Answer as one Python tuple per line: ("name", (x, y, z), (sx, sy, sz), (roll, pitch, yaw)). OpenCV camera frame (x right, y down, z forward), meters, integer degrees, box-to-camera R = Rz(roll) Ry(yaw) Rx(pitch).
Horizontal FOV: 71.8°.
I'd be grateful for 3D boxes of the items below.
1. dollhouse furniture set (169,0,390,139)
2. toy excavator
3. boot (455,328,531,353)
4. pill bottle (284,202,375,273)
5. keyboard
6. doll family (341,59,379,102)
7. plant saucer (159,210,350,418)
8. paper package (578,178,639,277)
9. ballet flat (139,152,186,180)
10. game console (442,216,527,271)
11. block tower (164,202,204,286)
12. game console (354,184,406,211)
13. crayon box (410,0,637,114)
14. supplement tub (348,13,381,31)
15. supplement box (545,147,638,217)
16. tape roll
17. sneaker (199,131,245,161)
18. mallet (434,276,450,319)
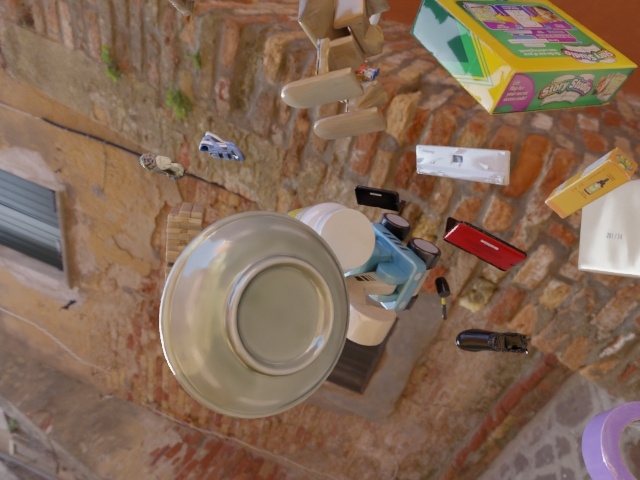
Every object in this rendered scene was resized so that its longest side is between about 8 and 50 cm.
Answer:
("dollhouse furniture set", (-0.051, -0.428, 0.814), (0.394, 0.257, 0.361), (29, -120, -60))
("toy excavator", (0.153, 0.109, 1.279), (0.446, 0.433, 0.222), (-1, -56, -37))
("boot", (0.314, 0.186, 0.811), (0.099, 0.121, 0.045), (41, -129, -74))
("pill bottle", (0.000, 0.000, 1.152), (0.187, 0.188, 0.334), (-67, 20, -10))
("keyboard", (0.312, -0.175, 1.001), (0.014, 0.256, 0.072), (-12, -71, -33))
("doll family", (0.103, -0.605, 1.741), (0.263, 0.163, 0.118), (-49, -22, -23))
("plant saucer", (-0.086, 0.137, 0.832), (0.101, 0.401, 0.400), (-8, 53, 57))
("paper package", (1.003, -0.036, 1.396), (0.325, 0.168, 0.309), (-169, 82, -81))
("ballet flat", (-0.305, -0.149, 0.874), (0.041, 0.041, 0.114), (-68, -20, -1))
("game console", (0.331, -0.009, 0.892), (0.085, 0.144, 0.124), (-61, -3, -23))
("block tower", (-0.392, 0.062, 1.268), (0.097, 0.091, 0.335), (-114, 32, -68))
("game console", (0.165, -0.125, 1.204), (0.107, 0.122, 0.071), (71, -143, -52))
("crayon box", (0.434, -0.416, 0.964), (0.313, 0.363, 0.106), (63, 152, 31))
("supplement tub", (0.105, -0.811, 1.368), (0.193, 0.194, 0.315), (95, -178, -66))
("supplement box", (0.752, -0.156, 1.239), (0.080, 0.078, 0.233), (-42, -5, -27))
("tape roll", (0.598, 0.401, 0.813), (0.080, 0.189, 0.188), (84, -152, -58))
("sneaker", (-0.275, -0.250, 1.239), (0.059, 0.144, 0.053), (-57, -17, -21))
("mallet", (0.393, 0.200, 1.403), (0.062, 0.039, 0.189), (-93, -12, -52))
